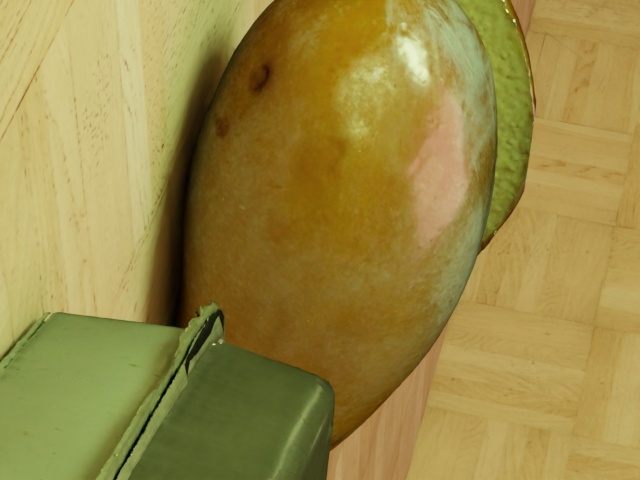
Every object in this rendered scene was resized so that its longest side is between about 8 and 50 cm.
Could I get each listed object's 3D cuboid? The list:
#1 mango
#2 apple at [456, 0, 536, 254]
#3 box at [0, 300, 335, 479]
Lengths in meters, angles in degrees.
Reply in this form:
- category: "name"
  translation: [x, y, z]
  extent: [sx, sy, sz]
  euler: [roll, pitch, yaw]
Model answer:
- category: "mango"
  translation: [0.000, 0.000, 1.308]
  extent: [0.221, 0.199, 0.384]
  euler: [-65, 177, -77]
- category: "apple"
  translation: [0.054, -0.102, 1.635]
  extent: [0.254, 0.179, 0.346]
  euler: [40, -53, 55]
- category: "box"
  translation: [-0.099, 0.171, 0.945]
  extent: [0.290, 0.166, 0.220]
  euler: [-63, 161, -64]
